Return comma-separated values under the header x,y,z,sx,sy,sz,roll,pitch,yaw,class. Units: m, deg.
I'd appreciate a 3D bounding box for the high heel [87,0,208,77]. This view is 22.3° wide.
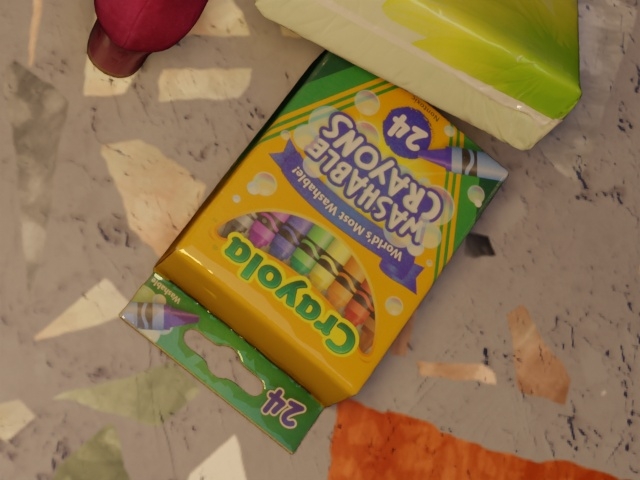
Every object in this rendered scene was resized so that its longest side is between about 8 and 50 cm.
x,y,z,sx,sy,sz,roll,pitch,yaw,class
-0.104,-0.327,1.438,0.127,0.181,0.377,19,70,-16,high heel

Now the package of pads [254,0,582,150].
x,y,z,sx,sy,sz,roll,pitch,yaw,class
0.098,-0.234,1.493,0.297,0.101,0.229,27,38,-13,package of pads

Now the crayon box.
x,y,z,sx,sy,sz,roll,pitch,yaw,class
0.000,0.000,1.447,0.203,0.083,0.323,39,66,-7,crayon box
